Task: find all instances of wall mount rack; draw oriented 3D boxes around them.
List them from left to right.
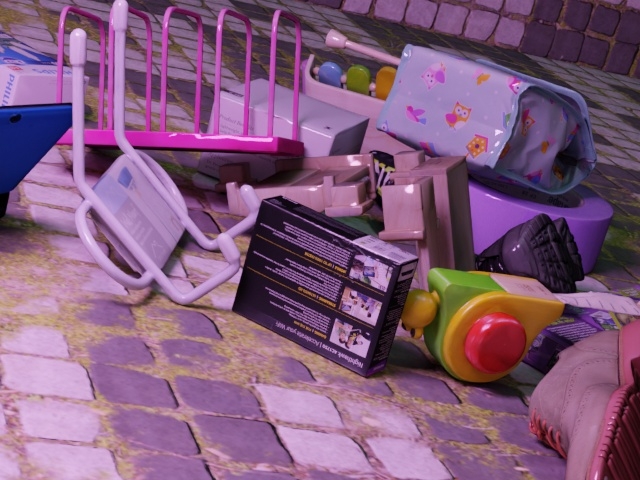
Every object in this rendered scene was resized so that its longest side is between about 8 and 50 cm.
[{"bbox_3d":[-0.195,-0.095,1.709,0.304,0.130,0.350,52,14,-11],"label":"wall mount rack"}]

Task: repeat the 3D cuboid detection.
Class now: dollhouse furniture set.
[{"bbox_3d":[0.000,0.000,1.909,0.355,0.174,0.303,-3,10,19],"label":"dollhouse furniture set"}]

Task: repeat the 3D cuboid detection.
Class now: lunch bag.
[{"bbox_3d":[0.249,-0.166,2.182,0.223,0.160,0.262,24,7,38],"label":"lunch bag"}]

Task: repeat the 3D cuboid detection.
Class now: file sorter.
[{"bbox_3d":[-0.176,-0.204,1.973,0.291,0.182,0.202,3,2,9],"label":"file sorter"}]

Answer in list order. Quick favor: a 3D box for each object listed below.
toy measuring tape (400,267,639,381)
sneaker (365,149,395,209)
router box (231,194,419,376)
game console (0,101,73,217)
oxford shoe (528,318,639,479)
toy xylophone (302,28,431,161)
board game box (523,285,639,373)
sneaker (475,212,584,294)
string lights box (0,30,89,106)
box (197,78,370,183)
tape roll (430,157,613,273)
[{"bbox_3d":[0.224,0.103,1.701,0.330,0.121,0.121,8,19,-28],"label":"toy measuring tape"},{"bbox_3d":[0.089,-0.078,2.178,0.097,0.084,0.234,25,6,-4],"label":"sneaker"},{"bbox_3d":[0.002,0.046,1.633,0.179,0.133,0.046,25,20,25],"label":"router box"},{"bbox_3d":[-0.446,-0.102,1.612,0.250,0.173,0.293,27,20,28],"label":"game console"},{"bbox_3d":[0.268,0.194,1.524,0.130,0.123,0.348,-15,14,22],"label":"oxford shoe"},{"bbox_3d":[0.105,-0.212,2.394,0.323,0.236,0.081,24,45,14],"label":"toy xylophone"},{"bbox_3d":[0.379,0.128,1.877,0.208,0.056,0.347,34,24,33],"label":"board game box"},{"bbox_3d":[0.250,0.035,1.917,0.130,0.109,0.286,-18,-7,14],"label":"sneaker"},{"bbox_3d":[-0.465,-0.242,2.178,0.260,0.077,0.133,28,20,32],"label":"string lights box"},{"bbox_3d":[-0.049,-0.136,2.165,0.181,0.119,0.182,21,18,13],"label":"box"},{"bbox_3d":[0.279,-0.045,2.238,0.275,0.090,0.275,15,18,-5],"label":"tape roll"}]
